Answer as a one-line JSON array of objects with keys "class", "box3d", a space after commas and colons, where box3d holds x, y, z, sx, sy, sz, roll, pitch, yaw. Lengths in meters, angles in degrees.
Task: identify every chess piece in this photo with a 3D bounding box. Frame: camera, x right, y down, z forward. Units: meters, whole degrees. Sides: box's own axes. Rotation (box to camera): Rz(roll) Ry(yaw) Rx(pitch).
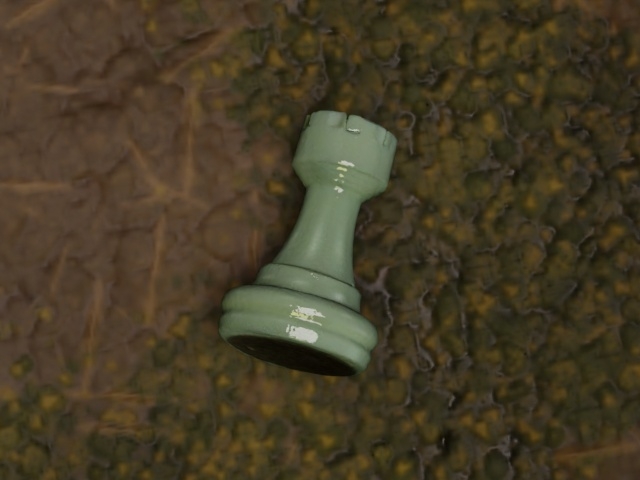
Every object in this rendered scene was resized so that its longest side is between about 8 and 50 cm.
[{"class": "chess piece", "box3d": [0.000, 0.000, 0.797, 0.067, 0.067, 0.103, 17, 75, -10]}]
